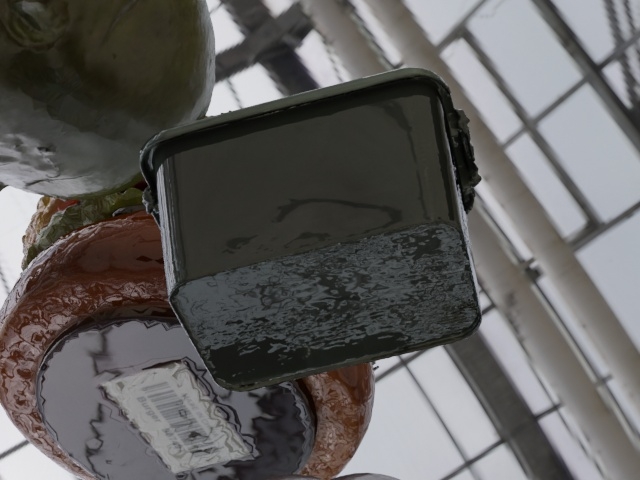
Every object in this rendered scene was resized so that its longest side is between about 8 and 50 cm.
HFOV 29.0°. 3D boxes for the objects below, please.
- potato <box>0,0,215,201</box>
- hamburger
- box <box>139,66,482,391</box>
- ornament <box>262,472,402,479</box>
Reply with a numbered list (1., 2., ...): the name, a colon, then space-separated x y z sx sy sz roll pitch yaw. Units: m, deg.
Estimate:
1. potato: -0.161 -0.113 0.691 0.197 0.228 0.149 -18 -126 -1
2. hamburger: -0.107 0.059 1.071 0.330 0.330 0.250 31 -143 -16
3. box: 0.000 0.000 0.437 0.084 0.122 0.069 67 -169 -48
4. ornament: 0.006 0.193 0.528 0.177 0.177 0.177 18 -127 -26
